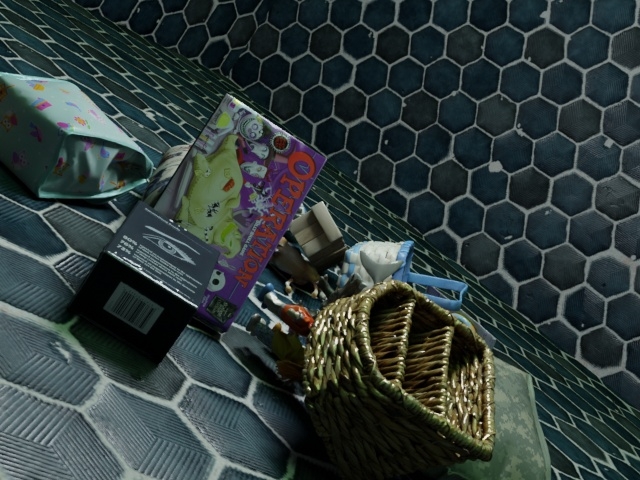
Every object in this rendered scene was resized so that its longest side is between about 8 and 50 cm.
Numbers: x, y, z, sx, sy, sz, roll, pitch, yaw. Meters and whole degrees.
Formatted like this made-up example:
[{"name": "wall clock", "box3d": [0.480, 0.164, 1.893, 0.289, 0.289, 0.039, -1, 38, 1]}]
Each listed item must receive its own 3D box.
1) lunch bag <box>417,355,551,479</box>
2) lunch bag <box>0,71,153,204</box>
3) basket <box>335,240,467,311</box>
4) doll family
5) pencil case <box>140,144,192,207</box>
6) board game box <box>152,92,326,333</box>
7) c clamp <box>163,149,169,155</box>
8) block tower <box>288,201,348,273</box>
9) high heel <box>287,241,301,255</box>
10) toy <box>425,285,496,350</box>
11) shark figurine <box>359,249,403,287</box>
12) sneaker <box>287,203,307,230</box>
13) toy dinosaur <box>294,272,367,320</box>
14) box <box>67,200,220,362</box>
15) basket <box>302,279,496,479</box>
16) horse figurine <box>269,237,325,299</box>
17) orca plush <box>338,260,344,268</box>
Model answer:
[{"name": "lunch bag", "box3d": [0.247, 0.321, 1.516, 0.235, 0.169, 0.287, 30, 32, -20]}, {"name": "lunch bag", "box3d": [-0.451, -0.181, 1.624, 0.223, 0.160, 0.262, 39, 18, 22]}, {"name": "basket", "box3d": [0.195, 0.102, 2.111, 0.288, 0.201, 0.255, 8, 6, 13]}, {"name": "doll family", "box3d": [-0.028, 0.191, 1.498, 0.163, 0.118, 0.263, 34, -8, 27]}, {"name": "pencil case", "box3d": [-0.244, -0.061, 1.705, 0.183, 0.160, 0.410, 50, 8, -16]}, {"name": "board game box", "box3d": [-0.159, -0.047, 1.493, 0.208, 0.347, 0.056, 33, -18, -14]}, {"name": "c clamp", "box3d": [-0.324, -0.187, 2.307, 0.137, 0.022, 0.160, -4, 38, -49]}, {"name": "block tower", "box3d": [0.000, 0.000, 2.060, 0.091, 0.097, 0.335, 59, -1, 10]}, {"name": "high heel", "box3d": [-0.151, -0.066, 2.136, 0.186, 0.093, 0.261, 32, 19, -45]}, {"name": "toy", "box3d": [0.337, 0.234, 2.341, 0.056, 0.137, 0.237, -26, 54, -30]}, {"name": "shark figurine", "box3d": [0.129, 0.170, 1.880, 0.116, 0.166, 0.278, 1, -50, 46]}, {"name": "sneaker", "box3d": [-0.153, -0.119, 2.360, 0.330, 0.130, 0.147, 44, 0, 25]}, {"name": "toy dinosaur", "box3d": [0.045, 0.169, 1.765, 0.160, 0.121, 0.314, 41, -18, 33]}, {"name": "box", "box3d": [-0.247, 0.054, 1.305, 0.153, 0.108, 0.207, 33, 20, -9]}, {"name": "basket", "box3d": [0.120, 0.177, 1.315, 0.299, 0.223, 0.214, -64, 133, -63]}, {"name": "horse figurine", "box3d": [-0.083, 0.047, 1.968, 0.263, 0.066, 0.174, 37, 17, -3]}, {"name": "orca plush", "box3d": [0.157, 0.083, 2.394, 0.287, 0.102, 0.151, 41, 13, 28]}]
